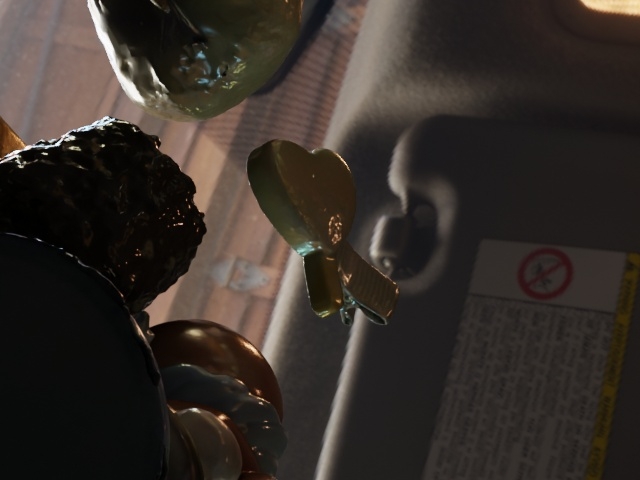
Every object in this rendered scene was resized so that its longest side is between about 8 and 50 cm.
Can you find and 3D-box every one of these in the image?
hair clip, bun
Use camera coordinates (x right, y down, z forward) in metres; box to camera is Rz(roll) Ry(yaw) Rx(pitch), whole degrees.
[{"bbox_3d":[0.001,0.002,0.907,0.071,0.218,0.159,-18,-144,27],"label":"hair clip"},{"bbox_3d":[-0.151,-0.258,1.020,0.273,0.168,0.272,13,-66,33],"label":"bun"}]

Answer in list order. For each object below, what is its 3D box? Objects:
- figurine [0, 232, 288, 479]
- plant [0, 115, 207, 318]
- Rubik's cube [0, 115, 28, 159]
[{"bbox_3d":[-0.136,0.145,0.500,0.277,0.388,0.248,-38,-117,-8],"label":"figurine"},{"bbox_3d":[-0.213,0.022,0.667,0.146,0.275,0.149,44,-39,20],"label":"plant"},{"bbox_3d":[-0.383,0.087,0.939,0.291,0.291,0.291,-9,-113,4],"label":"Rubik's cube"}]
